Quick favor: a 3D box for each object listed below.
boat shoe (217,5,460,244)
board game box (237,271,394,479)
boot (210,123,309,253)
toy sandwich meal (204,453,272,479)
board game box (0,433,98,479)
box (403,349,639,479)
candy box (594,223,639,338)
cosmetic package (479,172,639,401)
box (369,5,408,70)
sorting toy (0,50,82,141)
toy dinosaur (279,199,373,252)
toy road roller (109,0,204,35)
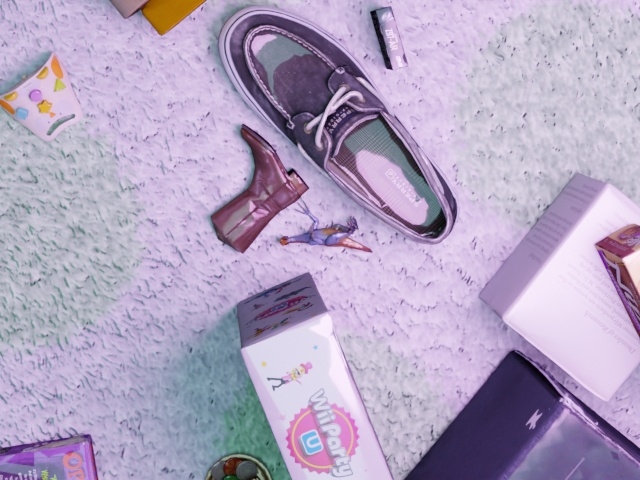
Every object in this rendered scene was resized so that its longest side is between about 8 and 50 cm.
[{"bbox_3d":[0.030,-0.126,1.850,0.335,0.119,0.121,41,92,-7],"label":"boat shoe"},{"bbox_3d":[-0.005,0.169,1.787,0.097,0.303,0.224,-22,97,-3],"label":"board game box"},{"bbox_3d":[-0.086,-0.055,1.895,0.114,0.037,0.106,-42,95,6],"label":"boot"},{"bbox_3d":[-0.090,0.280,1.932,0.086,0.029,0.085,0,96,-4],"label":"toy sandwich meal"},{"bbox_3d":[-0.329,0.400,1.923,0.208,0.056,0.346,-8,97,1],"label":"board game box"},{"bbox_3d":[0.256,0.459,1.840,0.472,0.297,0.480,39,92,-9],"label":"box"},{"bbox_3d":[0.349,0.080,1.747,0.053,0.109,0.186,-28,100,-1],"label":"candy box"},{"bbox_3d":[0.293,0.047,1.870,0.151,0.151,0.183,38,93,-8],"label":"cosmetic package"},{"bbox_3d":[0.073,-0.217,1.861,0.018,0.083,0.067,-17,96,-1],"label":"box"},{"bbox_3d":[-0.297,-0.148,1.872,0.083,0.045,0.075,-37,116,1],"label":"sorting toy"},{"bbox_3d":[0.000,0.000,1.904,0.082,0.047,0.090,-25,108,18],"label":"toy dinosaur"},{"bbox_3d":[-0.104,-0.392,1.800,0.329,0.240,0.202,-33,99,38],"label":"toy road roller"}]
